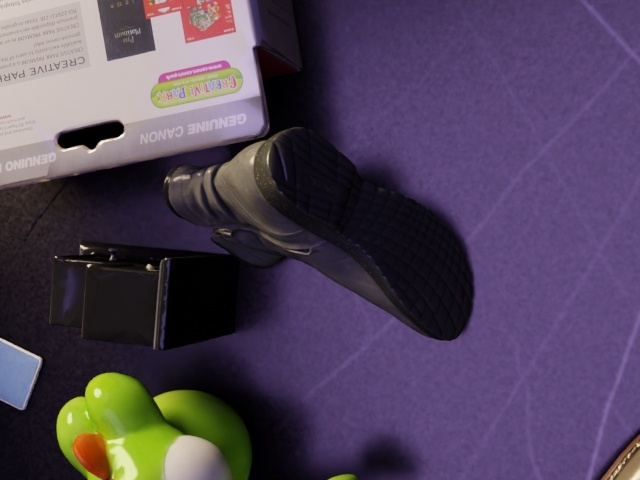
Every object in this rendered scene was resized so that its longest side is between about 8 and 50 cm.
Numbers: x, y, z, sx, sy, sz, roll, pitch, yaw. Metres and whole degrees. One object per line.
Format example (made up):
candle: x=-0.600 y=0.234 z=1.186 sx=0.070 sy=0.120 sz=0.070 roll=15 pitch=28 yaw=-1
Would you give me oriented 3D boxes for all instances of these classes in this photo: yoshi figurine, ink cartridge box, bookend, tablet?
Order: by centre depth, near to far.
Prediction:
yoshi figurine: x=-0.062 y=0.253 z=0.860 sx=0.203 sy=0.203 sz=0.362 roll=-34 pitch=81 yaw=-19
bookend: x=-0.168 y=0.042 z=0.895 sx=0.157 sy=0.156 sz=0.072 roll=5 pitch=91 yaw=16
ink cartridge box: x=-0.186 y=-0.187 z=0.913 sx=0.309 sy=0.130 sz=0.272 roll=-9 pitch=87 yaw=15
tablet: x=-0.305 y=0.120 z=1.008 sx=0.083 sy=0.006 sz=0.054 roll=23 pitch=96 yaw=15

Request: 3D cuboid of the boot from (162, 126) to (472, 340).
boot: x=0.000 y=0.000 z=0.882 sx=0.161 sy=0.246 sz=0.083 roll=-12 pitch=45 yaw=51

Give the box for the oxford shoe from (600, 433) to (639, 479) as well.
oxford shoe: x=0.339 y=0.148 z=0.772 sx=0.348 sy=0.130 sz=0.123 roll=-37 pitch=81 yaw=12
